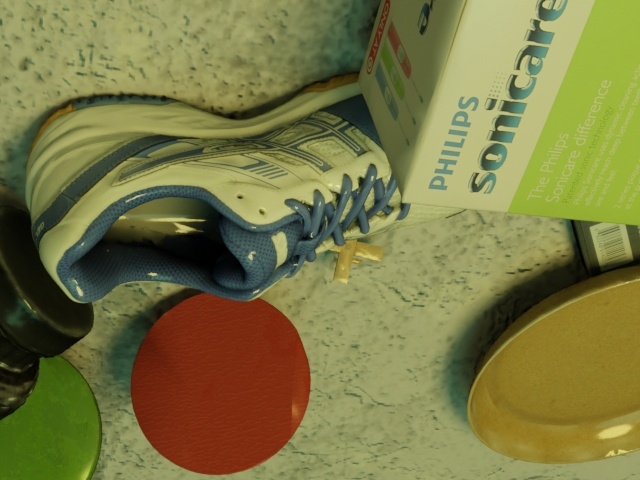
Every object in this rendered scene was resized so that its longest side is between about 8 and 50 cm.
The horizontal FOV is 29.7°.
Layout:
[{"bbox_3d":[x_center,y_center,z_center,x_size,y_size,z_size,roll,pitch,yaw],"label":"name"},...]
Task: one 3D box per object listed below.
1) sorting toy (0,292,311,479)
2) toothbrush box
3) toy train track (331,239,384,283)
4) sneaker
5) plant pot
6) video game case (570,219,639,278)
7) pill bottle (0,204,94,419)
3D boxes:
[{"bbox_3d":[-0.173,0.140,0.852,0.365,0.127,0.126,-16,162,7],"label":"sorting toy"},{"bbox_3d":[0.187,-0.121,0.621,0.283,0.122,0.206,4,127,-16],"label":"toothbrush box"},{"bbox_3d":[0.000,0.000,0.793,0.083,0.014,0.048,13,88,-11],"label":"toy train track"},{"bbox_3d":[-0.019,-0.017,0.701,0.296,0.131,0.112,-8,130,-7],"label":"sneaker"},{"bbox_3d":[0.220,0.090,0.894,0.236,0.032,0.236,-8,139,-7],"label":"plant pot"},{"bbox_3d":[0.283,-0.089,0.768,0.274,0.026,0.196,-20,132,6],"label":"video game case"},{"bbox_3d":[-0.252,0.076,0.736,0.219,0.123,0.123,-33,130,11],"label":"pill bottle"}]
